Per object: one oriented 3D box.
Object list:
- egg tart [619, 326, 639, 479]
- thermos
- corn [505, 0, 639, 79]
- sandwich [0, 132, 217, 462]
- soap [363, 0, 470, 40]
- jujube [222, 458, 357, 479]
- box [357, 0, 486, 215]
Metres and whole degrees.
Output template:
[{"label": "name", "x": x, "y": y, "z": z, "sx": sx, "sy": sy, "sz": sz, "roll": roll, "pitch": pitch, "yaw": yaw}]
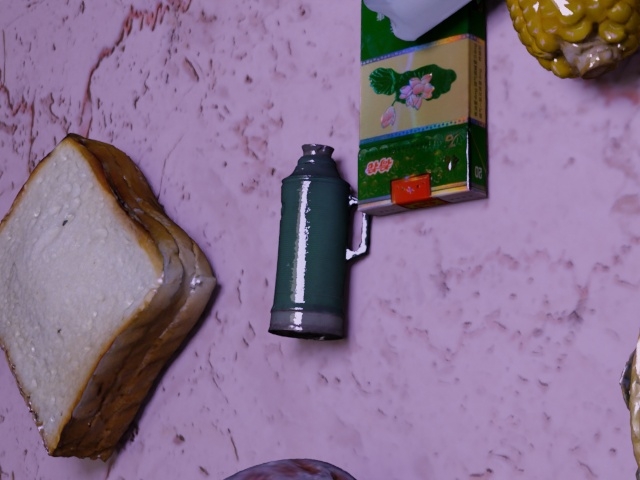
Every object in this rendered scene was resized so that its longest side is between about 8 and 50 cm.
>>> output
[{"label": "egg tart", "x": 0.366, "y": 0.120, "z": 0.828, "sx": 0.345, "sy": 0.132, "sz": 0.345, "roll": -12, "pitch": 72, "yaw": 39}, {"label": "thermos", "x": -0.005, "y": 0.000, "z": 1.223, "sx": 0.083, "sy": 0.073, "sz": 0.188, "roll": -6, "pitch": 76, "yaw": 42}, {"label": "corn", "x": 0.194, "y": -0.299, "z": 1.085, "sx": 0.120, "sy": 0.120, "sz": 0.363, "roll": -28, "pitch": 63, "yaw": 34}, {"label": "sandwich", "x": -0.263, "y": 0.050, "z": 1.426, "sx": 0.271, "sy": 0.099, "sz": 0.301, "roll": -52, "pitch": 49, "yaw": 14}, {"label": "soap", "x": 0.087, "y": -0.290, "z": 1.174, "sx": 0.119, "sy": 0.066, "sz": 0.198, "roll": -34, "pitch": 44, "yaw": 25}, {"label": "jujube", "x": -0.010, "y": 0.348, "z": 1.053, "sx": 0.246, "sy": 0.215, "sz": 0.308, "roll": -51, "pitch": 53, "yaw": 22}, {"label": "box", "x": 0.095, "y": -0.147, "z": 1.193, "sx": 0.132, "sy": 0.034, "sz": 0.235, "roll": -8, "pitch": 75, "yaw": 39}]
